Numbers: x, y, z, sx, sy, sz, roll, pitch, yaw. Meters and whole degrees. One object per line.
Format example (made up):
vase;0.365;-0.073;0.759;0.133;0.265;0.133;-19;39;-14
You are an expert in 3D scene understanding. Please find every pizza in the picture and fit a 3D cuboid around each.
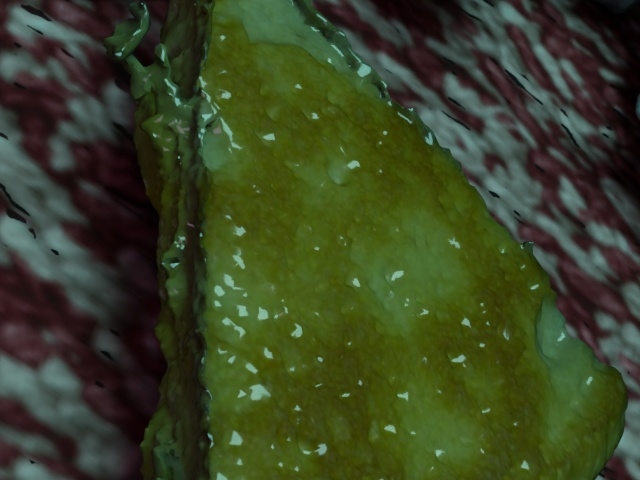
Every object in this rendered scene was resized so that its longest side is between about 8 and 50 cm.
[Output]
pizza;0.000;0.000;0.667;0.280;0.075;0.288;-2;69;-47

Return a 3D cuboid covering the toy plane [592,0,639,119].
toy plane;0.227;-0.095;0.908;0.252;0.118;0.252;25;46;-29
